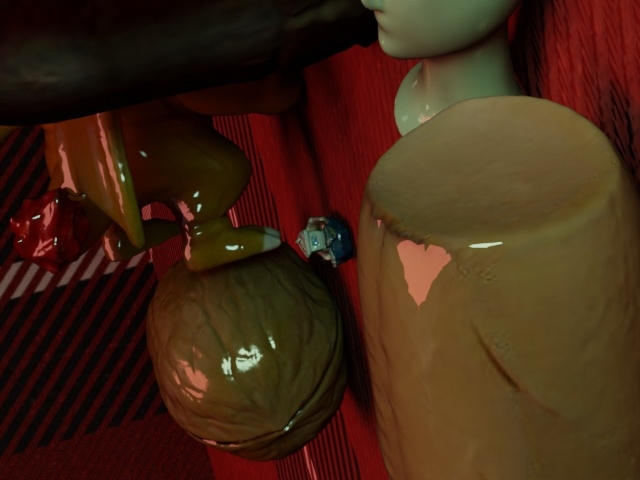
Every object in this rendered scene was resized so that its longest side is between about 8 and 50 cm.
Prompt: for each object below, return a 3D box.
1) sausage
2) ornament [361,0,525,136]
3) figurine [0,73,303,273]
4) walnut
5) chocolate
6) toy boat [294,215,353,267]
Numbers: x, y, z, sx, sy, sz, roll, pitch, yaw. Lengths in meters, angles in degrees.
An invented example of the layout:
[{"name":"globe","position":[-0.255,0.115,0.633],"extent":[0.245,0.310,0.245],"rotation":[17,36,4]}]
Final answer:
[{"name":"sausage","position":[0.088,0.096,0.752],"extent":[0.121,0.121,0.304],"rotation":[-121,17,-58]},{"name":"ornament","position":[0.055,-0.104,0.763],"extent":[0.156,0.081,0.074],"rotation":[81,165,-54]},{"name":"figurine","position":[-0.162,-0.161,1.357],"extent":[0.401,0.268,0.387],"rotation":[-160,58,-69]},{"name":"walnut","position":[-0.059,0.087,1.456],"extent":[0.207,0.167,0.167],"rotation":[-115,14,-53]},{"name":"chocolate","position":[-0.155,-0.241,1.026],"extent":[0.383,0.331,0.383],"rotation":[165,90,-83]},{"name":"toy boat","position":[0.000,0.000,1.351],"extent":[0.083,0.038,0.038],"rotation":[-147,43,-74]}]
